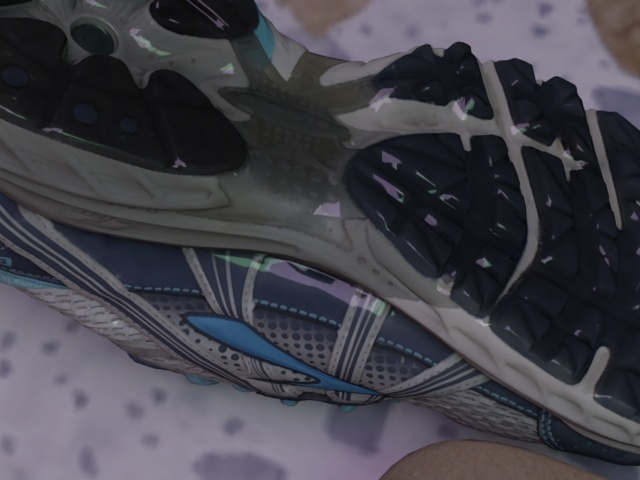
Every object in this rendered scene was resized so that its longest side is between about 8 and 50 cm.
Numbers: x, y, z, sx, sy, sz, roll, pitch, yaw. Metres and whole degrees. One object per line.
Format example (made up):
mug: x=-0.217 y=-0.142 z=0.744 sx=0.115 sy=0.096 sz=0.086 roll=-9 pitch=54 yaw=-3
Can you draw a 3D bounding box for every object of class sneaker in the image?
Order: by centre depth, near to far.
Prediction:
sneaker: x=0.000 y=0.000 z=0.430 sx=0.283 sy=0.122 sz=0.110 roll=25 pitch=51 yaw=-11

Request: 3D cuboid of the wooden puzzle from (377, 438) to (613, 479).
wooden puzzle: x=0.139 y=0.238 z=0.303 sx=0.347 sy=0.080 sz=0.322 roll=17 pitch=52 yaw=1
